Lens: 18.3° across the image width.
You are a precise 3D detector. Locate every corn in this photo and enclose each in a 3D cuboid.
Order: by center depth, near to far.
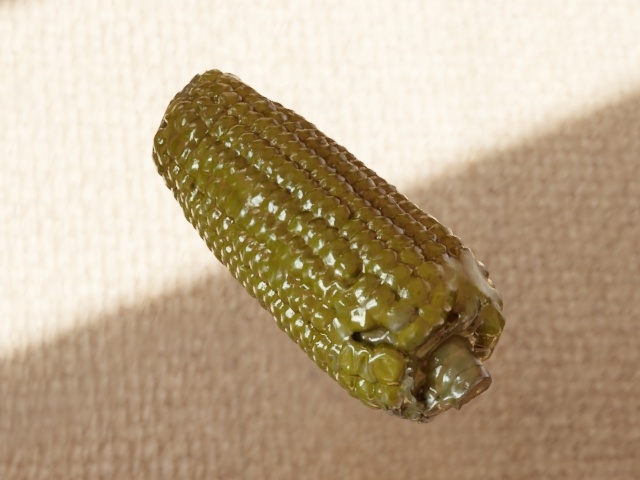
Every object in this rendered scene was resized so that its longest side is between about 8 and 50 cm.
[{"bbox_3d":[0.000,0.000,1.016,0.097,0.097,0.261,-26,49,-23],"label":"corn"}]
